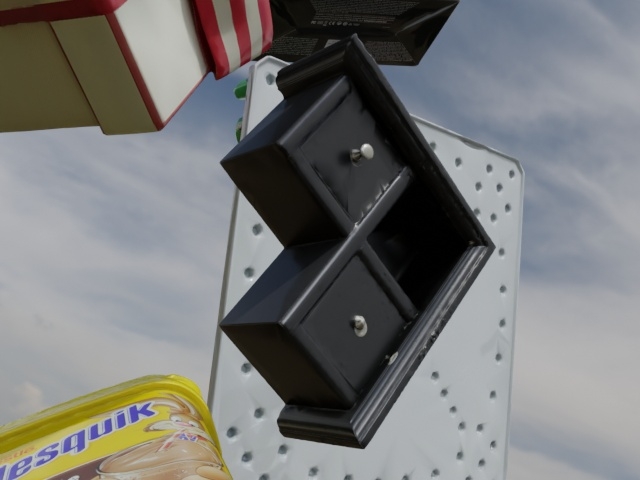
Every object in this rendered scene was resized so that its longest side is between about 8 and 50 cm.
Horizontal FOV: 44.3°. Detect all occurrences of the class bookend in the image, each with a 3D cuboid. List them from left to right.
[{"bbox_3d":[0.000,0.000,0.436,0.072,0.156,0.157,-10,-57,51],"label":"bookend"}]

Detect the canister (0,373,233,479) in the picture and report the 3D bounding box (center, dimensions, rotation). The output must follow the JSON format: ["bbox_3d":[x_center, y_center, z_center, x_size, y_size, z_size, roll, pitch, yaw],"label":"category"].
[{"bbox_3d":[-0.094,0.123,0.336,0.170,0.126,0.073,-164,-122,-72],"label":"canister"}]

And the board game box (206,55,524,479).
[{"bbox_3d":[0.059,0.063,0.791,0.389,0.390,0.050,14,-13,-38],"label":"board game box"}]

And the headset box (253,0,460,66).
[{"bbox_3d":[-0.007,-0.336,0.839,0.218,0.293,0.110,-3,-26,-23],"label":"headset box"}]

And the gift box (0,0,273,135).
[{"bbox_3d":[-0.172,-0.242,0.542,0.258,0.276,0.255,2,-44,25],"label":"gift box"}]
